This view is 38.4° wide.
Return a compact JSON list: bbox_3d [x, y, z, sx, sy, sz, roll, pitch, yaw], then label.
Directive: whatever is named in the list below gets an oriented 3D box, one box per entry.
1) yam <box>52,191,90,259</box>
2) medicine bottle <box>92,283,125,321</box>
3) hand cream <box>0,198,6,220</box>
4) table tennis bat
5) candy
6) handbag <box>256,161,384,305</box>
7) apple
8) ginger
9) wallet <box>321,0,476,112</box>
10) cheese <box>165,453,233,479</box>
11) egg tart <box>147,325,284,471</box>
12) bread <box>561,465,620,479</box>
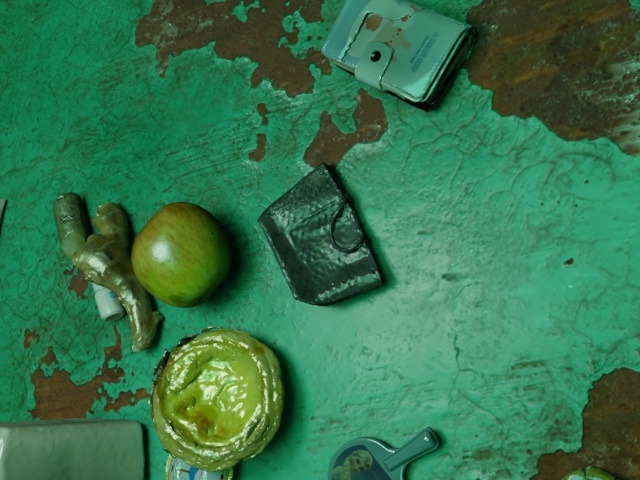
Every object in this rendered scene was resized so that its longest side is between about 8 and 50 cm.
[{"bbox_3d":[-0.542,-0.028,2.004,0.070,0.070,0.146,-25,70,24],"label":"yam"},{"bbox_3d":[-0.447,0.123,1.936,0.052,0.052,0.089,-32,68,22],"label":"medicine bottle"},{"bbox_3d":[-0.789,-0.009,2.155,0.087,0.054,0.186,1,76,25],"label":"hand cream"},{"bbox_3d":[0.109,0.397,1.591,0.237,0.038,0.149,-38,66,22],"label":"table tennis bat"},{"bbox_3d":[-0.526,0.419,1.761,0.208,0.359,0.145,-4,80,35],"label":"candy"},{"bbox_3d":[0.000,0.000,1.692,0.175,0.089,0.270,-31,68,14],"label":"handbag"},{"bbox_3d":[-0.264,0.033,1.771,0.196,0.196,0.195,-5,80,29],"label":"apple"},{"bbox_3d":[-0.417,0.070,1.900,0.333,0.148,0.081,59,140,16],"label":"ginger"},{"bbox_3d":[0.138,-0.355,1.672,0.250,0.075,0.176,32,92,29],"label":"wallet"},{"bbox_3d":[-0.226,0.406,1.761,0.157,0.064,0.250,3,71,28],"label":"cheese"},{"bbox_3d":[-0.189,0.297,1.718,0.279,0.095,0.278,-7,65,15],"label":"egg tart"},{"bbox_3d":[0.407,0.424,1.400,0.118,0.064,0.156,23,93,31],"label":"bread"}]
